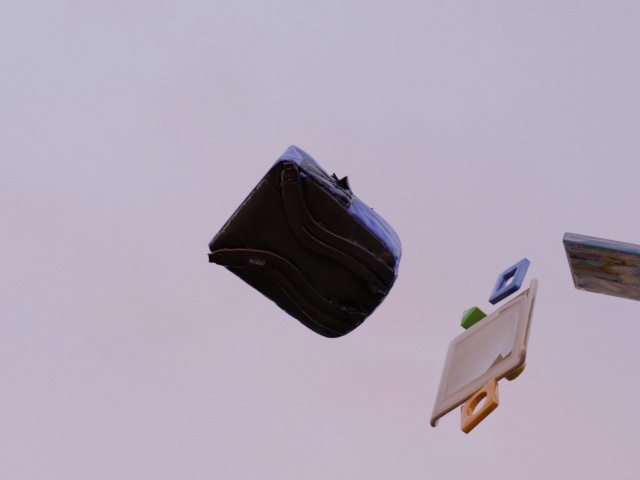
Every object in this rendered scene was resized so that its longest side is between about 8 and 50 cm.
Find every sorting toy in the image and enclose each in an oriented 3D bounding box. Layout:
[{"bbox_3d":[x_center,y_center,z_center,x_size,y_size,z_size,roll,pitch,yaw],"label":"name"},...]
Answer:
[{"bbox_3d":[0.236,0.163,1.891,0.047,0.347,0.196,39,-56,-11],"label":"sorting toy"}]

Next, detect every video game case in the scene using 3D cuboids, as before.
[{"bbox_3d":[0.395,0.039,1.845,0.119,0.015,0.166,11,-21,21],"label":"video game case"}]

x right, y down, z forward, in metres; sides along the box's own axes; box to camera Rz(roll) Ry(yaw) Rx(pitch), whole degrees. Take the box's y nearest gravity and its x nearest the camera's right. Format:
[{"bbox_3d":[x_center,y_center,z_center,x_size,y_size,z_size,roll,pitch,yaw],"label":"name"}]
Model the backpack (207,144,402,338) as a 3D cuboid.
[{"bbox_3d":[0.000,0.000,0.965,0.120,0.101,0.098,39,-70,-3],"label":"backpack"}]
